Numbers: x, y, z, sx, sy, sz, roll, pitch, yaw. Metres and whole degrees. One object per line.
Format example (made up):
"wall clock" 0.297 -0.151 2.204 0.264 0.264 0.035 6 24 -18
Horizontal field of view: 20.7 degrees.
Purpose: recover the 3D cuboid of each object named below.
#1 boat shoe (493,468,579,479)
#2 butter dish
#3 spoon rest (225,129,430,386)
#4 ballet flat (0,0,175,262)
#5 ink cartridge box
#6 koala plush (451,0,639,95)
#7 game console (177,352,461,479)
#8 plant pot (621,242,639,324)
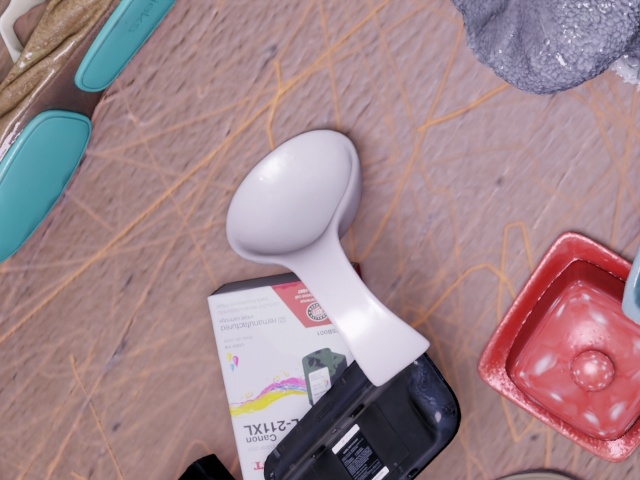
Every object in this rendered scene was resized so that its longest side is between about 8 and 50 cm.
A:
"boat shoe" 0.073 0.298 1.526 0.355 0.130 0.132 -25 93 12
"butter dish" 0.229 0.099 1.475 0.160 0.118 0.160 33 102 3
"spoon rest" 0.000 0.000 1.446 0.137 0.276 0.084 -39 132 6
"ballet flat" -0.246 -0.143 1.534 0.124 0.116 0.342 37 103 23
"ink cartridge box" -0.016 0.118 1.543 0.127 0.072 0.175 -10 97 11
"koala plush" 0.237 -0.196 1.379 0.196 0.221 0.203 -45 48 41
"game console" -0.006 0.233 1.472 0.213 0.044 0.361 50 120 16
"plant pot" 0.433 -0.002 1.348 0.252 0.247 0.248 10 103 -32
